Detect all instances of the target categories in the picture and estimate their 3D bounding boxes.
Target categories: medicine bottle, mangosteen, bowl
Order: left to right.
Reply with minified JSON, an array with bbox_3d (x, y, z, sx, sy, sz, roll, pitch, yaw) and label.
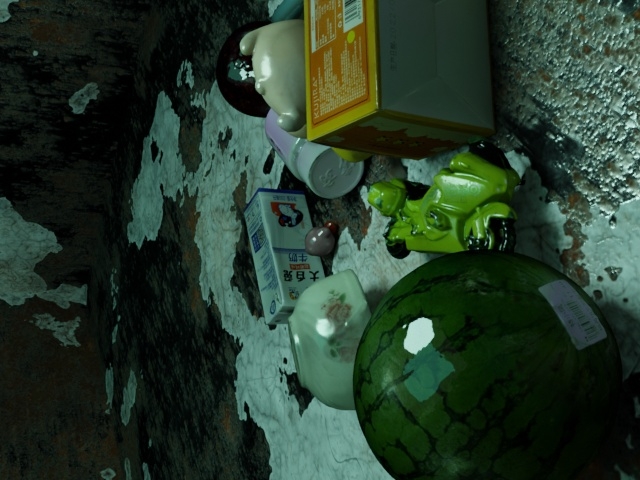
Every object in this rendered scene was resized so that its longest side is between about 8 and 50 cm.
[{"bbox_3d":[-0.126,-0.396,1.800,0.265,0.228,0.228,17,-107,-75],"label":"mangosteen"},{"bbox_3d":[-0.015,-0.207,1.644,0.254,0.152,0.152,55,134,47],"label":"medicine bottle"},{"bbox_3d":[0.018,0.199,1.450,0.277,0.145,0.276,169,90,-85],"label":"bowl"}]

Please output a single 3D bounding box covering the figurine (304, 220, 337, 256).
[{"bbox_3d":[0.000,0.000,1.679,0.067,0.071,0.083,40,144,5],"label":"figurine"}]

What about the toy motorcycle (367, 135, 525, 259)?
[{"bbox_3d":[0.204,-0.060,1.226,0.342,0.142,0.206,7,76,63],"label":"toy motorcycle"}]

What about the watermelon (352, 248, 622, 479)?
[{"bbox_3d":[0.209,0.185,1.011,0.363,0.363,0.363,-11,78,60],"label":"watermelon"}]

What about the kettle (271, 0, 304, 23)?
[{"bbox_3d":[0.034,-0.526,1.451,0.247,0.319,0.342,49,157,-8],"label":"kettle"}]

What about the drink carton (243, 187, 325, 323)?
[{"bbox_3d":[-0.080,0.038,1.756,0.106,0.131,0.314,-50,46,49],"label":"drink carton"}]

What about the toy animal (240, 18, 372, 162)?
[{"bbox_3d":[-0.006,-0.282,1.471,0.247,0.345,0.277,3,107,55],"label":"toy animal"}]

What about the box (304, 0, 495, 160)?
[{"bbox_3d":[0.125,-0.303,1.275,0.214,0.260,0.283,-11,77,53],"label":"box"}]
